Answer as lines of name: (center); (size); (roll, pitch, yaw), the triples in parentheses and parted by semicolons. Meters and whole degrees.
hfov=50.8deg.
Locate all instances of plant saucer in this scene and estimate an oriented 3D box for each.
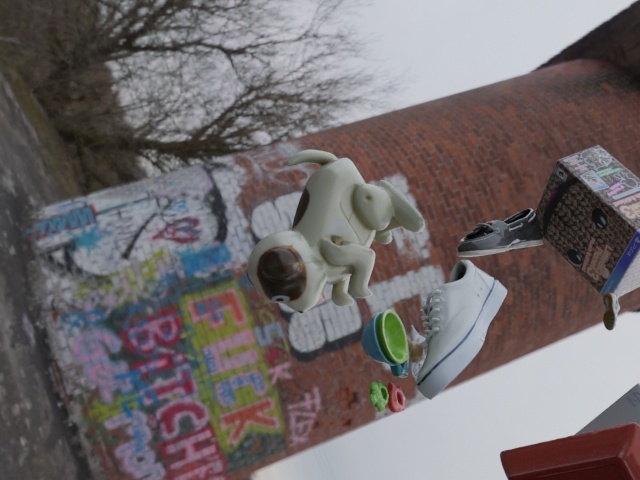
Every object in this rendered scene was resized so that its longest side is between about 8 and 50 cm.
plant saucer: (0.421, 0.428, 1.026); (0.258, 0.047, 0.259); (-33, -100, 44)

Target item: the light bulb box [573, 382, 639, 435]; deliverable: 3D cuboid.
light bulb box: (0.826, 0.573, 1.787); (0.361, 0.358, 0.225); (-49, -124, 21)

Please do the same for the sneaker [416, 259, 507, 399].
sneaker: (0.174, 0.115, 0.925); (0.091, 0.258, 0.094); (39, -52, 6)

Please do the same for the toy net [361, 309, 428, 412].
toy net: (0.123, 0.162, 0.901); (0.232, 0.045, 0.122); (17, 57, -58)

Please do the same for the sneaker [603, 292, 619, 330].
sneaker: (0.643, 0.156, 1.480); (0.032, 0.037, 0.083); (-5, -101, 56)

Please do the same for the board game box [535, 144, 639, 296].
board game box: (0.690, -0.044, 1.647); (0.291, 0.141, 0.232); (54, -26, 35)

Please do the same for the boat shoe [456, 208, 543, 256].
boat shoe: (0.423, -0.020, 1.608); (0.112, 0.335, 0.096); (-11, -93, 44)

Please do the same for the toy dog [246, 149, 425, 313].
toy dog: (0.000, 0.000, 1.704); (0.395, 0.408, 0.284); (51, -21, -15)
